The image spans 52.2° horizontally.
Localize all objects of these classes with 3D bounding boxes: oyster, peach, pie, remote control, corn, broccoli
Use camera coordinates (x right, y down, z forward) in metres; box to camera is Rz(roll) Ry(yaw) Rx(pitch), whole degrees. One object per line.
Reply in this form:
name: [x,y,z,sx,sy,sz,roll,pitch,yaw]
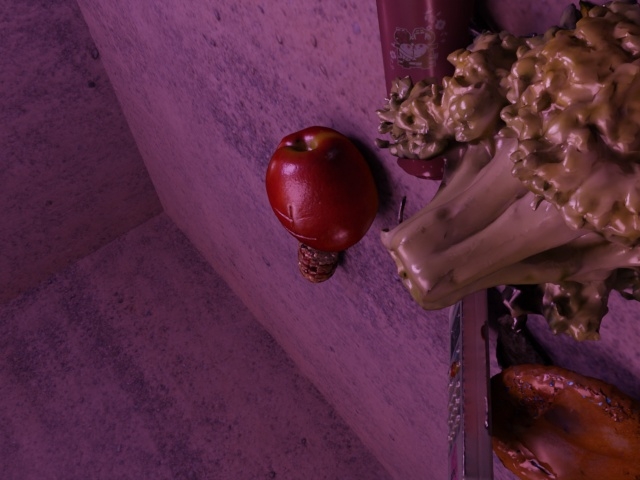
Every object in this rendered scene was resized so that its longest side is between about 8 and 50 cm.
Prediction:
oyster: [0.324,0.205,1.051,0.125,0.064,0.177,57,176,45]
peach: [0.003,-0.084,1.171,0.190,0.196,0.226,-90,-16,-51]
pie: [0.355,0.275,0.949,0.273,0.069,0.273,18,130,22]
remote control: [0.224,0.226,0.996,0.050,0.344,0.145,5,143,5]
corn: [0.000,0.000,1.449,0.098,0.098,0.290,49,157,21]
broccoli: [0.195,-0.032,0.577,0.293,0.281,0.348,64,176,-17]

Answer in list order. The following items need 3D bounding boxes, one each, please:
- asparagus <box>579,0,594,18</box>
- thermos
asparagus: [0.310,-0.148,0.561,0.236,0.027,0.034,44,168,33]
thermos: [0.143,-0.207,0.779,0.109,0.136,0.330,-103,-1,-46]
